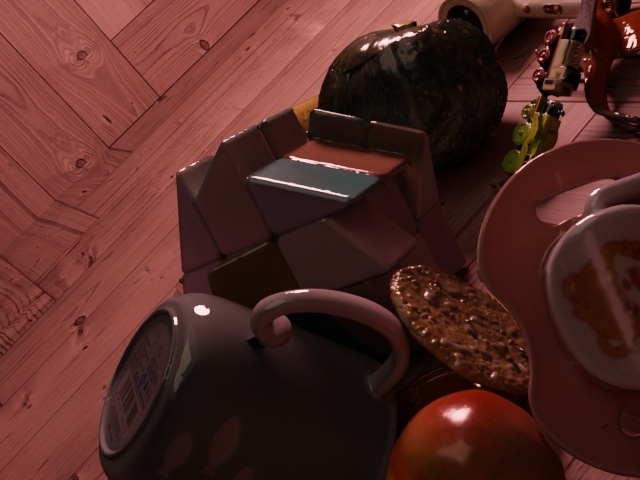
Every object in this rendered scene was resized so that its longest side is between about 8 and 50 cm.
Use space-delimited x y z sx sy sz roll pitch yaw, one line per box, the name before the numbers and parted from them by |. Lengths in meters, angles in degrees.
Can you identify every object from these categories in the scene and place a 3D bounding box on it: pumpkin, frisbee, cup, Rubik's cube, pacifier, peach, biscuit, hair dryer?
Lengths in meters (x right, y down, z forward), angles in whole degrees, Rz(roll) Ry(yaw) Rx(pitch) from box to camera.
pumpkin | 0.158 -0.238 1.510 0.328 0.257 0.291 -5 16 35
frisbee | 0.130 0.221 1.088 0.192 0.035 0.192 -31 27 18
cup | -0.067 0.177 1.025 0.356 0.275 0.259 -50 29 30
Rubik's cube | 0.000 0.000 1.247 0.387 0.368 0.358 -22 11 35
pacifier | 0.294 0.064 0.890 0.220 0.332 0.273 -12 -13 -32
peach | 0.150 0.236 0.890 0.184 0.184 0.184 -31 28 19
biscuit | 0.172 0.101 1.031 0.033 0.220 0.220 -58 20 23
hair dryer | 0.409 -0.431 1.632 0.203 0.128 0.362 -40 35 -27

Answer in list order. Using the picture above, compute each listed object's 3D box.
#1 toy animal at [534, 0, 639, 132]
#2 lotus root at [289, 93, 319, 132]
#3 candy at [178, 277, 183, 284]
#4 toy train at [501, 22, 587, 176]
toy animal | 0.443 -0.273 1.390 0.302 0.225 0.284 -7 61 67
lotus root | 0.001 -0.227 1.835 0.303 0.130 0.146 -20 10 33
candy | -0.158 0.031 1.698 0.187 0.081 0.297 -48 28 -18
toy train | 0.340 -0.206 1.345 0.085 0.053 0.249 15 86 62
